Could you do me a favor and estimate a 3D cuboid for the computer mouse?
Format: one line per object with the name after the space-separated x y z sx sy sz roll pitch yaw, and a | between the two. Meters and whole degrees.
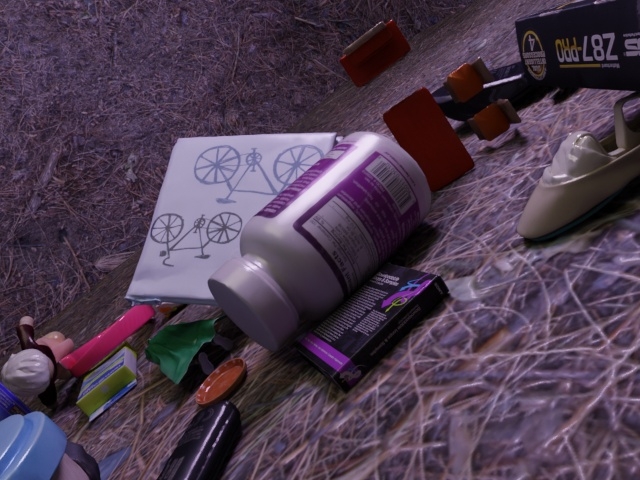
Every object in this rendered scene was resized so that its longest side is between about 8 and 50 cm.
0.335 -0.271 0.984 0.272 0.072 0.188 -6 30 36 | computer mouse

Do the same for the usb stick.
-0.152 0.271 0.512 0.077 0.045 0.278 -34 16 30 | usb stick

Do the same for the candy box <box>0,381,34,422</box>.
-0.753 0.383 1.002 0.122 0.268 0.317 -21 22 51 | candy box

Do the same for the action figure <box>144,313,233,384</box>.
-0.234 0.177 0.889 0.232 0.063 0.137 -7 35 51 | action figure

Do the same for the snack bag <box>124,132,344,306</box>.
-0.138 -0.038 0.894 0.323 0.037 0.342 1 63 16 | snack bag

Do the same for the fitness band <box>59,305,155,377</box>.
-0.466 0.216 1.195 0.209 0.054 0.291 -38 6 -14 | fitness band

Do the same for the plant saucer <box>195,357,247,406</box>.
-0.134 0.196 0.730 0.083 0.013 0.083 -32 17 11 | plant saucer

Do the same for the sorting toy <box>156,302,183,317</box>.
-0.328 0.136 1.228 0.075 0.045 0.083 -27 17 4 | sorting toy

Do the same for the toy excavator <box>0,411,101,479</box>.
-0.493 0.270 0.488 0.433 0.445 0.222 -41 17 -16 | toy excavator

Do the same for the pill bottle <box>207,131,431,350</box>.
0.000 0.000 0.723 0.301 0.169 0.169 -43 18 -24 | pill bottle

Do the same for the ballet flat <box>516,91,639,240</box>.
0.299 -0.095 0.542 0.248 0.086 0.086 -33 17 11 | ballet flat

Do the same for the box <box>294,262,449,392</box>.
0.056 0.092 0.612 0.162 0.029 0.116 -42 18 -14 | box

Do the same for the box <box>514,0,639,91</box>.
0.443 -0.256 0.518 0.395 0.097 0.318 -19 16 3 | box

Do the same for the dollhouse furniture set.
0.140 -0.201 0.836 0.262 0.259 0.135 -34 7 15 | dollhouse furniture set

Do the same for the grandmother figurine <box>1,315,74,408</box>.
-0.600 0.261 1.148 0.104 0.208 0.342 -29 6 -19 | grandmother figurine

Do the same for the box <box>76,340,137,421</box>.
-0.408 0.267 1.029 0.109 0.042 0.178 -40 16 -11 | box
